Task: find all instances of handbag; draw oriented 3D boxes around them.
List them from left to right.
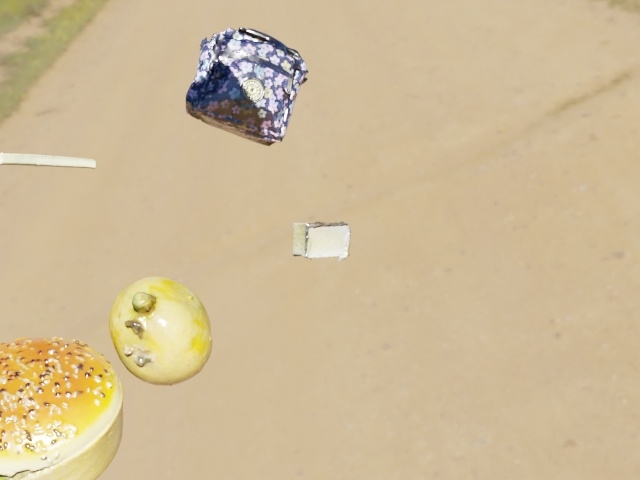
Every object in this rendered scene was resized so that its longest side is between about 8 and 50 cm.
[{"bbox_3d":[-0.141,-0.309,2.210,0.228,0.208,0.127,18,-9,-17],"label":"handbag"}]

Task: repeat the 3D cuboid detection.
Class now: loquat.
[{"bbox_3d":[-0.246,0.134,1.700,0.149,0.204,0.172,-25,61,0],"label":"loquat"}]

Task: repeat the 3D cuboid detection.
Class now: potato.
[{"bbox_3d":[0.002,0.000,2.280,0.122,0.086,0.061,-2,10,-40],"label":"potato"}]

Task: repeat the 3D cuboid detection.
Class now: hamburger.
[{"bbox_3d":[-0.449,0.272,1.725,0.300,0.176,0.300,-8,37,6],"label":"hamburger"}]

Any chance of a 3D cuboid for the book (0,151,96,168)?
[{"bbox_3d":[-0.661,-0.159,2.158,0.373,0.028,0.262,4,4,28],"label":"book"}]
